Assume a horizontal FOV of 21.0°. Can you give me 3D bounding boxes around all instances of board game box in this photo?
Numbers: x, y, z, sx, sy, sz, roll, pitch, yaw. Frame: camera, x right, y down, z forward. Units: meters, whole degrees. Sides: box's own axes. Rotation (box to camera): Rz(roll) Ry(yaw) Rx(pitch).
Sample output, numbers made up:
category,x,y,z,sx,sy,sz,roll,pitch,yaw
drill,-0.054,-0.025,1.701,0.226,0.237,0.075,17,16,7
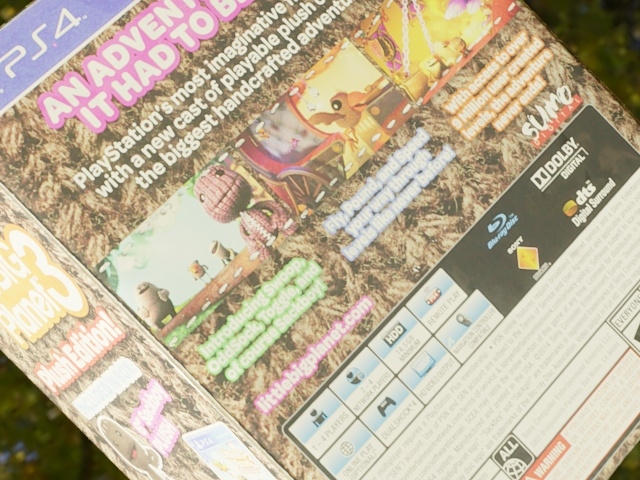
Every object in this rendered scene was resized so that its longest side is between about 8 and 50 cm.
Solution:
category,x,y,z,sx,sy,sz,roll,pitch,yaw
board game box,0.000,0.000,0.733,0.291,0.141,0.232,46,-118,-1
